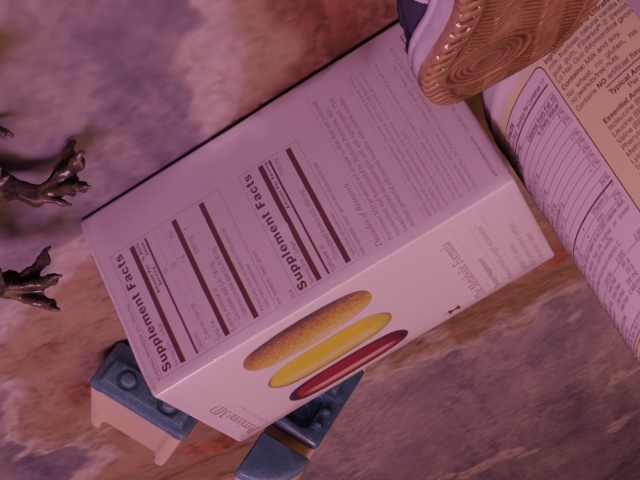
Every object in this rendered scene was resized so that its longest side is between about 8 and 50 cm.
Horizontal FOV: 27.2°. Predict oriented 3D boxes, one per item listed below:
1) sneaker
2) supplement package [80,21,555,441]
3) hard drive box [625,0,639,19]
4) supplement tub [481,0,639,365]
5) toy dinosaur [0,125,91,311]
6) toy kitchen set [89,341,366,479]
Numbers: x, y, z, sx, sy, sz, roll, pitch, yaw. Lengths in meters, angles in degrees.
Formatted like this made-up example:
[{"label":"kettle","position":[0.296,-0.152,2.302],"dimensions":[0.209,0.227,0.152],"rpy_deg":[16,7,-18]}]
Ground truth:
[{"label":"sneaker","position":[0.050,-0.171,0.589],"dimensions":[0.099,0.153,0.282],"rpy_deg":[-30,164,0]},{"label":"supplement package","position":[0.000,0.000,0.833],"dimensions":[0.244,0.134,0.139],"rpy_deg":[-32,153,8]},{"label":"hard drive box","position":[0.231,-0.207,0.636],"dimensions":[0.232,0.181,0.089],"rpy_deg":[-22,152,-13]},{"label":"supplement tub","position":[0.236,-0.057,0.740],"dimensions":[0.235,0.325,0.235],"rpy_deg":[-22,152,-12]},{"label":"toy dinosaur","position":[-0.196,-0.004,0.732],"dimensions":[0.118,0.064,0.268],"rpy_deg":[-1,146,-31]},{"label":"toy kitchen set","position":[-0.050,0.078,1.007],"dimensions":[0.207,0.166,0.122],"rpy_deg":[-55,173,-38]}]
